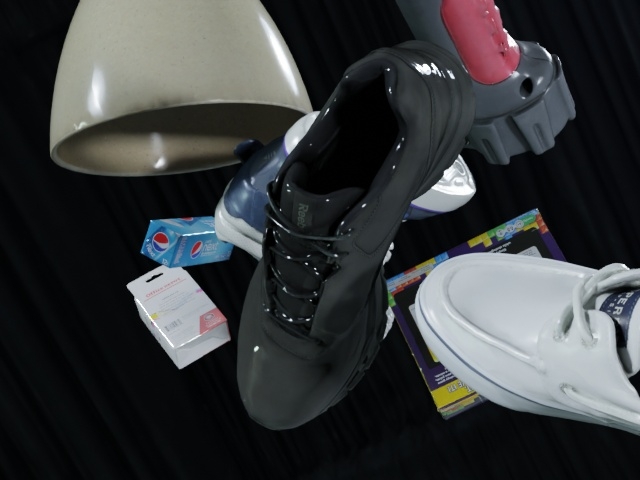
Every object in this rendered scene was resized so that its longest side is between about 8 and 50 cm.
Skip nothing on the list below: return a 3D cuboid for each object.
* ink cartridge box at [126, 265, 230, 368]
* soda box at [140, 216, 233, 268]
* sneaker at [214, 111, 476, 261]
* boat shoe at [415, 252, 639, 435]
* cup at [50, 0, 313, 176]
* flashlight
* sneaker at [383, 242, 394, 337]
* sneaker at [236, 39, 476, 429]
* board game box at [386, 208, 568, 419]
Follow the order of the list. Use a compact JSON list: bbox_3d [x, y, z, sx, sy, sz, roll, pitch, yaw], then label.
[{"bbox_3d":[-0.273,0.136,1.799,0.115,0.067,0.198,-29,52,-21],"label":"ink cartridge box"},{"bbox_3d":[-0.238,0.001,1.754,0.071,0.067,0.210,25,13,21],"label":"soda box"},{"bbox_3d":[0.018,-0.048,1.200,0.323,0.130,0.236,4,-34,-44],"label":"sneaker"},{"bbox_3d":[0.157,0.048,0.466,0.258,0.084,0.095,17,60,32],"label":"boat shoe"},{"bbox_3d":[-0.187,-0.236,1.204,0.331,0.237,0.331,-8,-7,-1],"label":"cup"},{"bbox_3d":[0.101,-0.169,0.635,0.103,0.304,0.103,-46,47,-3],"label":"flashlight"},{"bbox_3d":[0.056,0.053,1.535,0.110,0.118,0.292,-13,40,13],"label":"sneaker"},{"bbox_3d":[0.000,0.000,0.621,0.109,0.286,0.130,24,15,19],"label":"sneaker"},{"bbox_3d":[0.162,0.069,0.896,0.170,0.141,0.048,-26,-24,4],"label":"board game box"}]
